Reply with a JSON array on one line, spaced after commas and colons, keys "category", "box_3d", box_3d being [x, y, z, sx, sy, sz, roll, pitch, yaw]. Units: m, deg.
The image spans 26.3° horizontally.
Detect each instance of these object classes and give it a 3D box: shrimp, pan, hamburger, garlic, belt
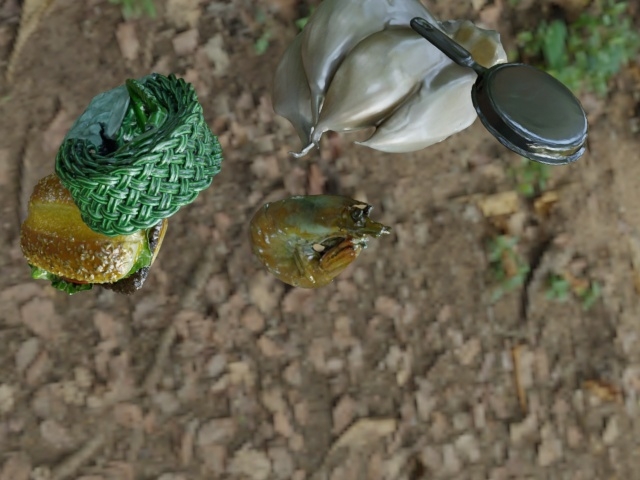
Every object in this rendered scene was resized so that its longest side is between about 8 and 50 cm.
[{"category": "shrimp", "box_3d": [0.001, 0.000, 1.615, 0.051, 0.217, 0.115, -42, 115, -43]}, {"category": "pan", "box_3d": [0.184, -0.166, 1.427, 0.235, 0.028, 0.136, 42, 44, 16]}, {"category": "hamburger", "box_3d": [-0.243, -0.009, 1.433, 0.087, 0.166, 0.137, 20, 85, -58]}, {"category": "garlic", "box_3d": [0.063, -0.188, 1.621, 0.292, 0.210, 0.237, -15, 64, -28]}, {"category": "belt", "box_3d": [-0.142, -0.075, 1.033, 0.151, 0.121, 0.079, -107, 171, -61]}]
